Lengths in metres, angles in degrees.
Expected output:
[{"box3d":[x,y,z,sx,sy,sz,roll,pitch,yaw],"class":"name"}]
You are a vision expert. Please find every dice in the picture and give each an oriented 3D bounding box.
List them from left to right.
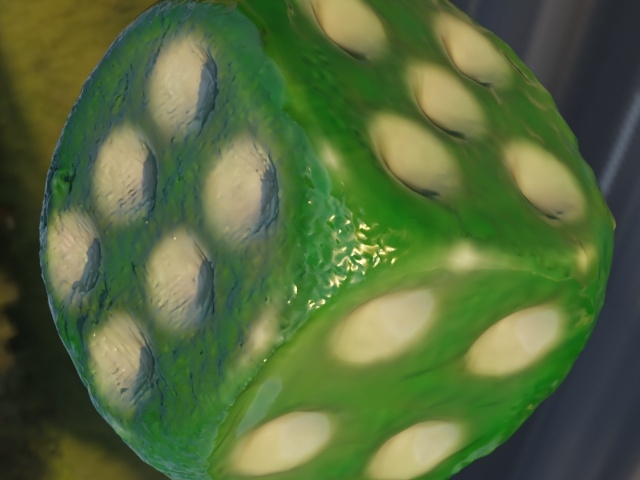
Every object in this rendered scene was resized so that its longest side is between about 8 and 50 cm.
[{"box3d":[0.000,0.000,1.286,0.297,0.300,0.287,-50,49,31],"class":"dice"}]
